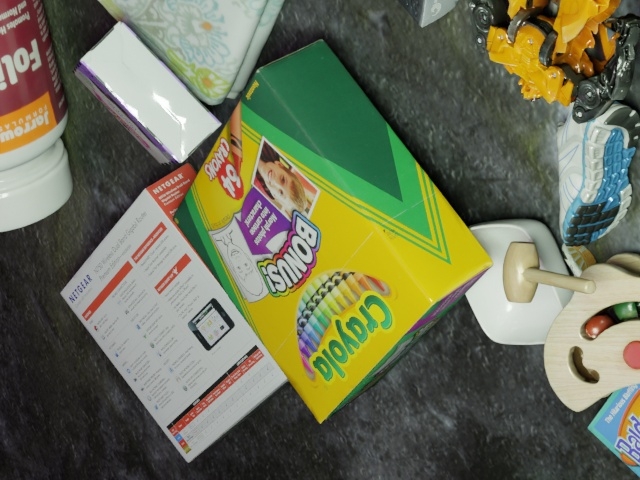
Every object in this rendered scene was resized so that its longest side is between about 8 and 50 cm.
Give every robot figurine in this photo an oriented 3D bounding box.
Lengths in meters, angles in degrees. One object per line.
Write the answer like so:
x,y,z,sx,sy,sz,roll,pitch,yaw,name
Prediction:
0.232,-0.250,1.631,0.211,0.085,0.291,42,141,31,robot figurine

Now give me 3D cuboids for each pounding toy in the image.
0.290,0.103,1.731,0.269,0.155,0.154,15,106,28,pounding toy

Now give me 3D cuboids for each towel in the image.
-0.160,-0.365,1.989,0.320,0.090,0.374,43,142,12,towel

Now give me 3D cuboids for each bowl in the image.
0.213,0.037,1.901,0.142,0.053,0.142,-8,111,54,bowl

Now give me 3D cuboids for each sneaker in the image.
0.274,0.039,1.856,0.083,0.032,0.037,53,143,4,sneaker
0.264,-0.078,1.766,0.083,0.071,0.191,53,149,39,sneaker

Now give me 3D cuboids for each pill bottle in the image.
-0.451,-0.221,2.298,0.224,0.224,0.392,17,129,40,pill bottle

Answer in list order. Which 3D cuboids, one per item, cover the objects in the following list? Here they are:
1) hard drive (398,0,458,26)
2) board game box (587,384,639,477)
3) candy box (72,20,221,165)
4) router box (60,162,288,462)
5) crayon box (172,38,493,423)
0.094,-0.351,1.691,0.172,0.054,0.255,-122,28,-49,hard drive
0.393,0.213,1.843,0.210,0.047,0.160,44,142,17,board game box
-0.208,-0.169,2.104,0.165,0.070,0.196,46,173,-8,candy box
-0.174,0.103,2.354,0.301,0.082,0.335,53,143,4,router box
0.000,0.000,2.022,0.313,0.106,0.363,54,150,11,crayon box
